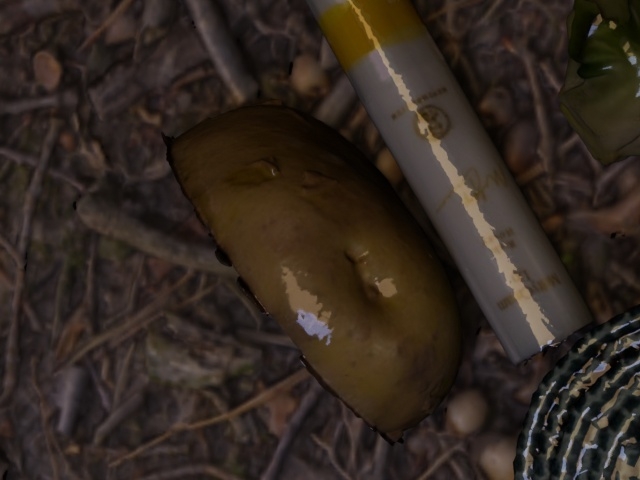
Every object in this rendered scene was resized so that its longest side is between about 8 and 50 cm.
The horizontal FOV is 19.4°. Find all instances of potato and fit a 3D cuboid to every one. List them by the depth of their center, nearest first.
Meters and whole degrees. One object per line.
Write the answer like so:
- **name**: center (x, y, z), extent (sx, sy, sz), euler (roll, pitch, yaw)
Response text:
- **potato**: center (0.000, 0.000, 1.109), extent (0.098, 0.138, 0.243), euler (-41, 82, 9)

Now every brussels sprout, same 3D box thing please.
- **brussels sprout**: center (0.215, -0.121, 1.067), extent (0.139, 0.100, 0.181), euler (41, 88, -6)

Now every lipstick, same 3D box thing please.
- **lipstick**: center (0.076, -0.050, 1.124), extent (0.059, 0.059, 0.264), euler (-31, 82, 15)

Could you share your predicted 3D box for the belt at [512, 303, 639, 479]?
- **belt**: center (0.213, 0.171, 1.030), extent (0.207, 0.160, 0.295), euler (2, 90, 17)
